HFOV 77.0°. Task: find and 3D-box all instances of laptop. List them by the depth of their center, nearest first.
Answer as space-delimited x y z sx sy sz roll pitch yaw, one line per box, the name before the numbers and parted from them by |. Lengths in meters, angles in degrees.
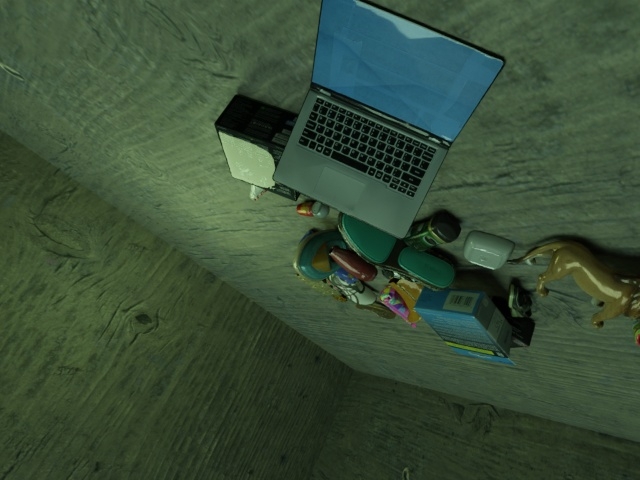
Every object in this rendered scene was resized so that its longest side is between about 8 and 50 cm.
laptop | 0.111 -0.249 0.913 0.383 0.407 0.236 25 -171 5

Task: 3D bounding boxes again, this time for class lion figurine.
lion figurine | 0.736 0.097 1.078 0.393 0.142 0.240 27 149 10

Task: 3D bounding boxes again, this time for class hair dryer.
hair dryer | 0.129 0.074 1.500 0.224 0.080 0.294 39 -167 34

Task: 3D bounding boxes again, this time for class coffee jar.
coffee jar | 0.355 -0.024 1.284 0.096 0.079 0.184 37 155 -11

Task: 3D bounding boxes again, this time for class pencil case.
pencil case | 0.043 0.074 1.747 0.306 0.119 0.133 32 -166 -13
pencil case | 0.383 0.309 1.894 0.236 0.104 0.105 39 153 -24

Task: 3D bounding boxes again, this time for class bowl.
bowl | 0.523 0.038 1.272 0.142 0.053 0.142 20 154 18

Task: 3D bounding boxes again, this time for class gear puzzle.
gear puzzle | 0.030 0.253 2.214 0.339 0.044 0.176 37 153 -27

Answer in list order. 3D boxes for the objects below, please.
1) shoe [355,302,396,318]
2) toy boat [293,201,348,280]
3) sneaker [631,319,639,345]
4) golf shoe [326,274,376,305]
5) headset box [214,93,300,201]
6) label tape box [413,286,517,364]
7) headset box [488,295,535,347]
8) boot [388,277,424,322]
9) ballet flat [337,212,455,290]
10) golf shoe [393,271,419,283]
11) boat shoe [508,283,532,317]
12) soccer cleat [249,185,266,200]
shoe | 0.296 0.354 2.132 0.219 0.058 0.076 18 134 10
toy boat | 0.000 0.000 1.542 0.148 0.268 0.317 5 116 46
sneaker | 1.000 0.258 1.179 0.082 0.094 0.208 21 154 16
golf shoe | 0.162 0.228 1.955 0.273 0.105 0.120 29 149 -5
headset box | -0.163 -0.271 1.250 0.247 0.131 0.283 21 155 11
label tape box | 0.546 0.313 1.482 0.348 0.115 0.249 43 154 -29
headset box | 0.688 0.339 1.631 0.218 0.110 0.293 32 155 -8
boot | 0.384 0.238 1.749 0.211 0.104 0.295 32 145 3
ballet flat | 0.252 0.035 1.442 0.483 0.163 0.182 29 175 -9
golf shoe | 0.337 0.120 1.568 0.199 0.077 0.094 14 179 6
boat shoe | 0.706 0.215 1.417 0.074 0.080 0.223 3 152 32
soccer cleat | -0.237 -0.214 1.529 0.076 0.068 0.196 46 152 -6
